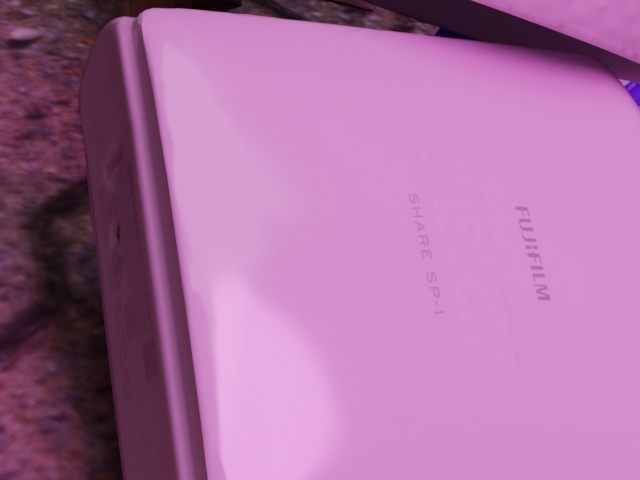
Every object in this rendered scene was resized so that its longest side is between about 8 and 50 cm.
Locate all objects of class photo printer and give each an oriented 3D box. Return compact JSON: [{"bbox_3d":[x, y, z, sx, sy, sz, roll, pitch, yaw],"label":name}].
[{"bbox_3d":[0.056,0.027,0.520,0.307,0.107,0.256,1,67,-28],"label":"photo printer"}]

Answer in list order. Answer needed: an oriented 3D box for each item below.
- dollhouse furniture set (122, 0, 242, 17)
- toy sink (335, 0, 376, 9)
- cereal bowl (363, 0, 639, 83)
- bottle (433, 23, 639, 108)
[{"bbox_3d":[-0.145,-0.187,0.808,0.101,0.161,0.182,26,60,-62],"label":"dollhouse furniture set"},{"bbox_3d":[-0.044,-0.306,0.922,0.234,0.153,0.131,13,37,-16],"label":"toy sink"},{"bbox_3d":[0.063,-0.204,0.640,0.339,0.141,0.339,17,10,-3],"label":"cereal bowl"},{"bbox_3d":[0.207,-0.080,0.798,0.283,0.118,0.092,44,-3,26],"label":"bottle"}]
